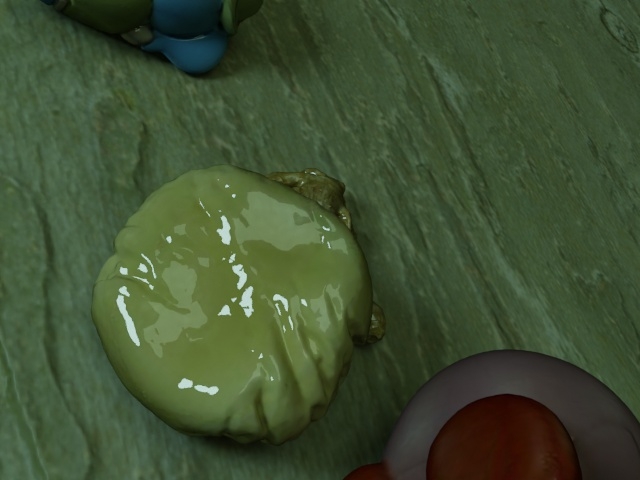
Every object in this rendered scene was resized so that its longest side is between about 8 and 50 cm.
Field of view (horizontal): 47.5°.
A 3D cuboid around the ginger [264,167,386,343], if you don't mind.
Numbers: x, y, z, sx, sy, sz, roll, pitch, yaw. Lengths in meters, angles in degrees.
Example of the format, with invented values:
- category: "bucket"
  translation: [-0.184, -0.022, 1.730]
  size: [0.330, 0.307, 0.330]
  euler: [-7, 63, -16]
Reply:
- category: "ginger"
  translation: [0.000, 0.000, 0.738]
  size: [0.193, 0.052, 0.176]
  euler: [30, 54, -7]

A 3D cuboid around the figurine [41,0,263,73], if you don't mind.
- category: "figurine"
  translation: [-0.185, -0.297, 0.776]
  size: [0.262, 0.154, 0.180]
  euler: [13, 65, -26]

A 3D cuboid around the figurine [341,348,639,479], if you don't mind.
- category: "figurine"
  translation: [0.144, 0.187, 0.573]
  size: [0.261, 0.269, 0.211]
  euler: [25, 44, -24]

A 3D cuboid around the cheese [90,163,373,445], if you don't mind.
- category: "cheese"
  translation: [-0.074, 0.054, 0.605]
  size: [0.226, 0.117, 0.214]
  euler: [32, 64, 7]
